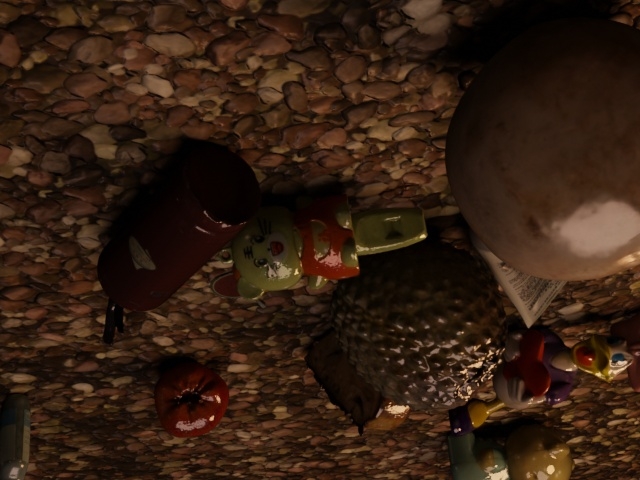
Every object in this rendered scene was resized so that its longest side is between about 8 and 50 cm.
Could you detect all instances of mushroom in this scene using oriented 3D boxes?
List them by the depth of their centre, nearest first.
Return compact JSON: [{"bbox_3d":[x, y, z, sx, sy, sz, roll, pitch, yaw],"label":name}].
[{"bbox_3d":[0.297,-0.096,1.283,0.297,0.298,0.290,-16,173,14],"label":"mushroom"}]

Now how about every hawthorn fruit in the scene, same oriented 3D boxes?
[{"bbox_3d":[-0.224,0.279,1.954,0.132,0.133,0.138,-5,166,-5],"label":"hawthorn fruit"}]

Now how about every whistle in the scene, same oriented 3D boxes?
[{"bbox_3d":[0.000,0.000,1.512,0.288,0.131,0.106,-9,176,2],"label":"whistle"}]

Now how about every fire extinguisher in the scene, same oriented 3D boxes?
[{"bbox_3d":[-0.210,0.015,1.478,0.114,0.135,0.337,18,143,-28],"label":"fire extinguisher"}]

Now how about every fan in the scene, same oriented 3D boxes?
[{"bbox_3d":[-0.117,0.079,1.740,0.085,0.005,0.133,-20,147,19],"label":"fan"}]

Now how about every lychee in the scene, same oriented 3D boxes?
[{"bbox_3d":[0.146,0.121,1.637,0.274,0.255,0.255,21,142,-17],"label":"lychee"}]

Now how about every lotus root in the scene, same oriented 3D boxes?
[{"bbox_3d":[0.066,0.205,1.842,0.074,0.261,0.170,9,114,-29],"label":"lotus root"}]

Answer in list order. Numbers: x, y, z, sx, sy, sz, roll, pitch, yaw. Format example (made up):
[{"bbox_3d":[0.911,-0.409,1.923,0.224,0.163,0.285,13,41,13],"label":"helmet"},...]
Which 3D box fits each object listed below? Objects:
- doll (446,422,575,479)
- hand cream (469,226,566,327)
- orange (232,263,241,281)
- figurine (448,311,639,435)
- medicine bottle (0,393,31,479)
[{"bbox_3d":[0.420,0.488,2.437,0.260,0.161,0.177,-12,149,12],"label":"doll"},{"bbox_3d":[0.301,0.028,1.683,0.124,0.078,0.340,-52,145,-3],"label":"hand cream"},{"bbox_3d":[-0.086,0.039,1.604,0.083,0.083,0.070,-8,107,-1],"label":"orange"},{"bbox_3d":[0.410,0.241,2.009,0.421,0.154,0.193,-24,152,29],"label":"figurine"},{"bbox_3d":[-0.540,0.378,1.959,0.053,0.208,0.090,10,146,-24],"label":"medicine bottle"}]
